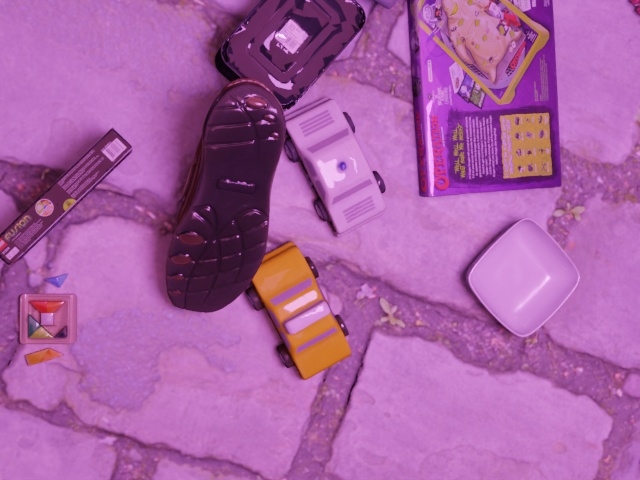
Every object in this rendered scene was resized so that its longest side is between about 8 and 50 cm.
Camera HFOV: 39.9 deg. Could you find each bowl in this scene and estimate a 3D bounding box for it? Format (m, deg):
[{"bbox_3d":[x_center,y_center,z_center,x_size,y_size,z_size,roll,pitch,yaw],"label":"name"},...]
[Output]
[{"bbox_3d":[0.288,0.053,1.288,0.142,0.053,0.142,-45,101,-8],"label":"bowl"}]

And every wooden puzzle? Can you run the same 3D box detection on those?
[{"bbox_3d":[-0.359,0.105,1.167,0.079,0.014,0.116,-6,94,-12],"label":"wooden puzzle"}]

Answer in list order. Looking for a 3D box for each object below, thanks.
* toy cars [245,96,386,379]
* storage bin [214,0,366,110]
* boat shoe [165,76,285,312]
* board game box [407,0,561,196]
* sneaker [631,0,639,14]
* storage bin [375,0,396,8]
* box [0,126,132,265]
[{"bbox_3d":[0.000,0.000,1.203,0.177,0.087,0.393,13,90,-13],"label":"toy cars"},{"bbox_3d":[-0.042,-0.269,1.180,0.122,0.084,0.180,42,83,-12],"label":"storage bin"},{"bbox_3d":[-0.120,-0.060,1.147,0.123,0.120,0.324,14,115,-16],"label":"boat shoe"},{"bbox_3d":[0.234,-0.241,1.264,0.208,0.056,0.346,-5,94,-16],"label":"board game box"},{"bbox_3d":[0.556,-0.341,1.306,0.112,0.121,0.299,-35,100,-38],"label":"sneaker"},{"bbox_3d":[0.090,-0.383,1.188,0.091,0.098,0.135,36,111,-11],"label":"storage bin"},{"bbox_3d":[-0.323,-0.056,1.114,0.207,0.114,0.036,-46,101,-7],"label":"box"}]
